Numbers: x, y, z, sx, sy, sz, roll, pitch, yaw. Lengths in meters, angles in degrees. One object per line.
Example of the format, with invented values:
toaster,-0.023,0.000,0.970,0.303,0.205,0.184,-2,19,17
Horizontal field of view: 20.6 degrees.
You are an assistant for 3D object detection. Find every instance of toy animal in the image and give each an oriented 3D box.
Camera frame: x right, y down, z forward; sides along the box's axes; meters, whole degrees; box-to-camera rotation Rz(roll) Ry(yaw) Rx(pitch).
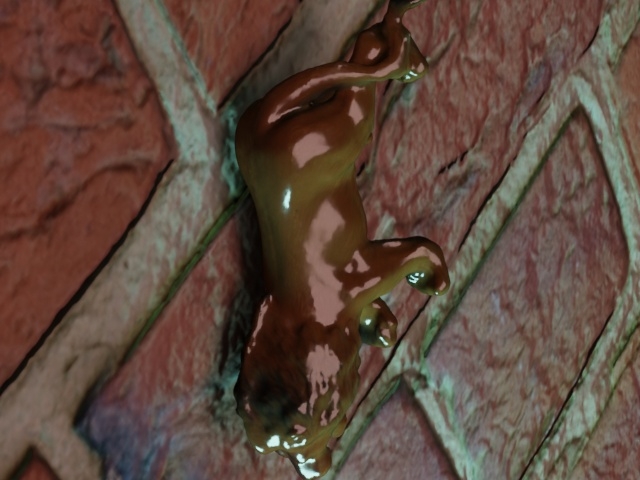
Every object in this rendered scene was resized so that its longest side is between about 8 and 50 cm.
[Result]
toy animal,0.000,0.000,1.123,0.157,0.097,0.312,-22,114,-43
